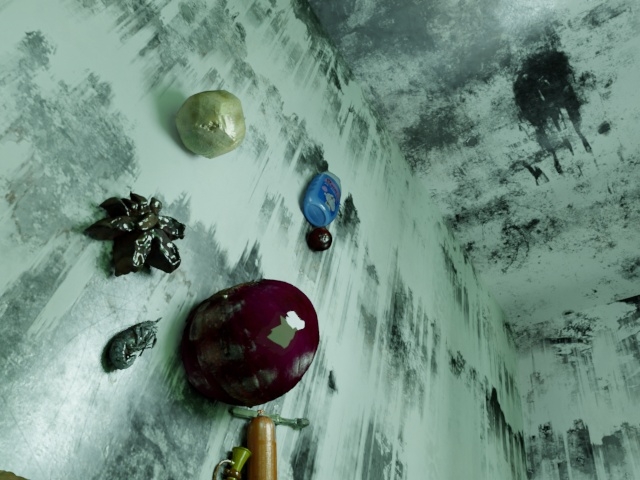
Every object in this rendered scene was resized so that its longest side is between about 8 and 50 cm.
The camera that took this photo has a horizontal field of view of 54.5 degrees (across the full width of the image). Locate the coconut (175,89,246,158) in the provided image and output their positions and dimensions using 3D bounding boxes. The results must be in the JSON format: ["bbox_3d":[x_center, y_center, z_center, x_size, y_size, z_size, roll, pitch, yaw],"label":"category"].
[{"bbox_3d":[-0.289,-0.310,1.646,0.194,0.194,0.194,41,38,-41],"label":"coconut"}]

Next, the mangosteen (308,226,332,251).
[{"bbox_3d":[0.001,-0.001,2.041,0.081,0.081,0.080,41,38,-41],"label":"mangosteen"}]

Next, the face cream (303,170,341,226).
[{"bbox_3d":[0.015,-0.153,2.169,0.149,0.083,0.264,59,28,-23],"label":"face cream"}]

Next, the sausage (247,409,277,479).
[{"bbox_3d":[-0.134,0.505,1.430,0.071,0.071,0.234,36,41,-45],"label":"sausage"}]

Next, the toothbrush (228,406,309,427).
[{"bbox_3d":[-0.124,0.442,1.549,0.294,0.028,0.026,26,47,-45],"label":"toothbrush"}]

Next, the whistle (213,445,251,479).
[{"bbox_3d":[-0.194,0.503,1.360,0.109,0.046,0.057,-65,142,-47],"label":"whistle"}]

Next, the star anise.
[{"bbox_3d":[-0.383,-0.013,1.343,0.214,0.099,0.220,46,33,-19],"label":"star anise"}]

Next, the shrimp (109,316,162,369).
[{"bbox_3d":[-0.365,0.199,1.261,0.065,0.057,0.165,50,38,0],"label":"shrimp"}]

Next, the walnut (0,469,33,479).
[{"bbox_3d":[-0.424,0.438,0.839,0.198,0.198,0.244,26,39,-52],"label":"walnut"}]

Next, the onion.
[{"bbox_3d":[-0.135,0.231,1.442,0.337,0.260,0.281,-16,90,-63],"label":"onion"}]
